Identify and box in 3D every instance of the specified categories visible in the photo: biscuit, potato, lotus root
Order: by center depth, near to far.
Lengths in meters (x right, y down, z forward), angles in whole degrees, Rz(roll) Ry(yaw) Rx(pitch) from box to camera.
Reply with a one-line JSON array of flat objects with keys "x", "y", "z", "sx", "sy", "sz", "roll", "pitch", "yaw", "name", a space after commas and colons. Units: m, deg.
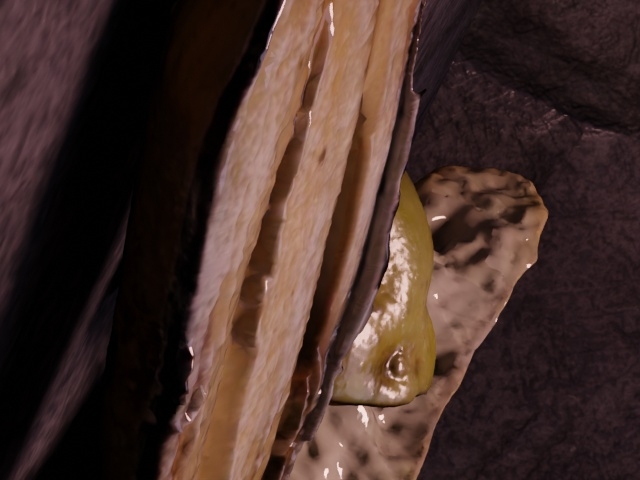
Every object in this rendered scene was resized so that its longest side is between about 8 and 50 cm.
[{"x": -0.037, "y": 0.005, "z": 0.714, "sx": 0.167, "sy": 0.078, "sz": 0.329, "roll": -34, "pitch": 145, "yaw": -52, "name": "lotus root"}, {"x": 0.000, "y": 0.000, "z": 0.833, "sx": 0.081, "sy": 0.149, "sz": 0.120, "roll": -69, "pitch": -178, "yaw": -73, "name": "potato"}, {"x": -0.063, "y": 0.157, "z": 1.048, "sx": 0.446, "sy": 0.104, "sz": 0.429, "roll": -45, "pitch": -170, "yaw": 51, "name": "biscuit"}]
